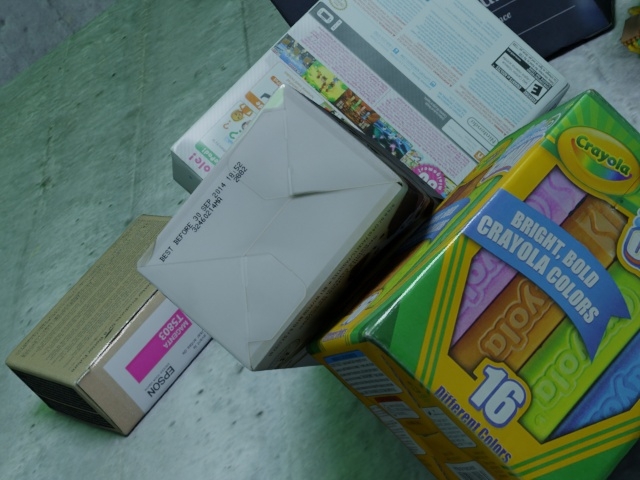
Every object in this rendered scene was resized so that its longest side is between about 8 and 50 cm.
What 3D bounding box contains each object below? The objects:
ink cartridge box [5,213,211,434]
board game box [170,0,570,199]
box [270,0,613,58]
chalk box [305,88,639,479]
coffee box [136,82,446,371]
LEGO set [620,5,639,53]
[{"bbox_3d":[-0.198,0.082,1.591,0.234,0.088,0.193,-48,27,-21],"label":"ink cartridge box"},{"bbox_3d":[0.044,-0.101,1.383,0.303,0.224,0.097,-45,-7,-14],"label":"board game box"},{"bbox_3d":[0.086,-0.356,1.569,0.294,0.395,0.212,-26,27,28],"label":"box"},{"bbox_3d":[0.163,0.025,1.010,0.289,0.179,0.180,-47,3,-15],"label":"chalk box"},{"bbox_3d":[0.000,0.000,1.145,0.168,0.119,0.297,-51,-13,7],"label":"coffee box"},{"bbox_3d":[0.356,-0.175,1.283,0.132,0.107,0.287,-14,-1,-40],"label":"LEGO set"}]
